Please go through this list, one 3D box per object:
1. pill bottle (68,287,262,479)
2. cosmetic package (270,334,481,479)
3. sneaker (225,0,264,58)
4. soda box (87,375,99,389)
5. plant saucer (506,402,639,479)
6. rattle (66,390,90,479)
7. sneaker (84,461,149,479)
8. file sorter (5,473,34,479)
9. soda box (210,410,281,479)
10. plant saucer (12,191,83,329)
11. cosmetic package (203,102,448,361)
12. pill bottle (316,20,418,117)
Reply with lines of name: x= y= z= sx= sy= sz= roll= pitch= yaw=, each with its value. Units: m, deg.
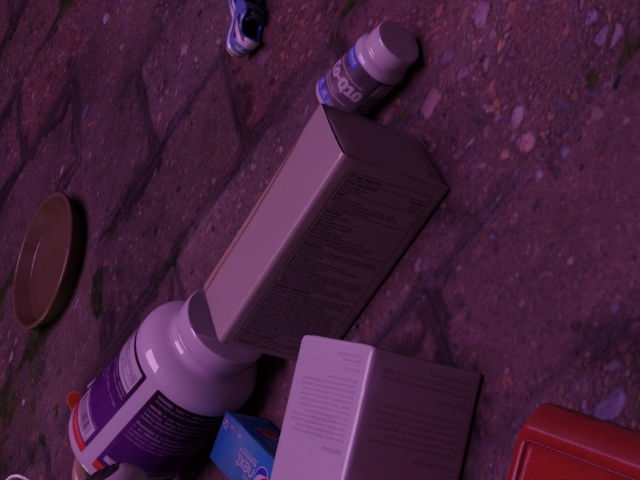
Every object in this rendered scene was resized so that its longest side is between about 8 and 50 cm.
pill bottle: x=-0.209 y=0.207 z=1.886 sx=0.323 sy=0.181 sz=0.181 roll=-47 pitch=39 yaw=36
cosmetic package: x=0.058 y=0.212 z=1.474 sx=0.151 sy=0.151 sz=0.184 roll=3 pitch=78 yaw=59
sneaker: x=-0.114 y=-0.362 z=2.130 sx=0.059 sy=0.053 sz=0.144 roll=-17 pitch=70 yaw=56
soda box: x=-0.291 y=0.227 z=2.121 sx=0.216 sy=0.069 sz=0.074 roll=-39 pitch=46 yaw=45
plant saucer: x=0.238 y=0.296 z=1.244 sx=0.258 sy=0.047 sz=0.259 roll=12 pitch=87 yaw=60
rattle: x=-0.339 y=0.346 z=2.091 sx=0.200 sy=0.130 sz=0.143 roll=50 pitch=162 yaw=23
sneaker: x=-0.273 y=0.460 z=1.635 sx=0.147 sy=0.145 sz=0.385 roll=18 pitch=89 yaw=29
file sorter: x=-0.515 y=0.498 z=2.114 sx=0.173 sy=0.277 sz=0.193 roll=23 pitch=99 yaw=16
soda box: x=-0.065 y=0.294 z=1.719 sx=0.210 sy=0.067 sz=0.071 roll=34 pitch=106 yaw=59
plant saucer: x=-0.530 y=0.042 z=2.630 sx=0.278 sy=0.041 sz=0.278 roll=-32 pitch=50 yaw=48
cosmetic package: x=0.000 y=0.000 z=1.664 sx=0.309 sy=0.160 sz=0.113 roll=-55 pitch=35 yaw=27
pill bottle: x=0.061 y=-0.219 z=1.745 sx=0.137 sy=0.078 sz=0.078 roll=-42 pitch=43 yaw=42
